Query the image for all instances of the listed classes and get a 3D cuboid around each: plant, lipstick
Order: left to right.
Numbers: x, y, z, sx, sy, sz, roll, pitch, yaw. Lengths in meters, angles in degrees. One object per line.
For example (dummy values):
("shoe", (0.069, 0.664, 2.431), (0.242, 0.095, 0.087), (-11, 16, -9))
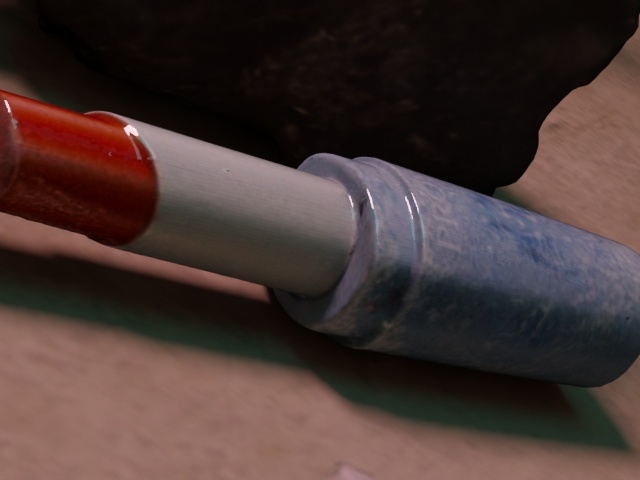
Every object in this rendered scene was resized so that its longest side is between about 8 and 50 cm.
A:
("plant", (-0.010, -0.145, 0.666), (0.276, 0.188, 0.199), (29, 24, -11))
("lipstick", (0.000, 0.000, 0.562), (0.274, 0.061, 0.068), (15, 32, -37))
